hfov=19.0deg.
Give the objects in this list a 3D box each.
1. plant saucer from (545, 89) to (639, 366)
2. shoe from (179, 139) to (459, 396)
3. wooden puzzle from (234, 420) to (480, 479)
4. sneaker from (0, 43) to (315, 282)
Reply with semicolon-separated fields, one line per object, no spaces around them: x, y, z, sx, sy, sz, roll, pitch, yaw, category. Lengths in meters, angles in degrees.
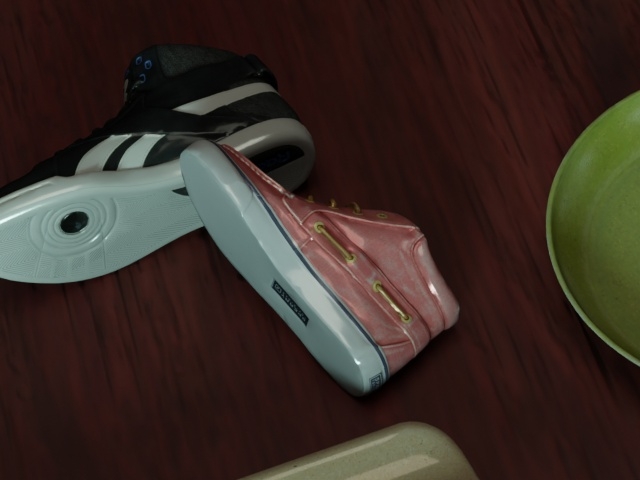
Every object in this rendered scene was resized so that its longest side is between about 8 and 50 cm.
0.251;0.000;1.101;0.241;0.037;0.241;-4;53;5;plant saucer
0.000;0.000;1.099;0.081;0.063;0.178;-35;78;-23;shoe
-0.021;0.248;0.879;0.322;0.080;0.348;-19;32;-10;wooden puzzle
-0.123;-0.054;1.172;0.217;0.079;0.121;-17;49;-16;sneaker
